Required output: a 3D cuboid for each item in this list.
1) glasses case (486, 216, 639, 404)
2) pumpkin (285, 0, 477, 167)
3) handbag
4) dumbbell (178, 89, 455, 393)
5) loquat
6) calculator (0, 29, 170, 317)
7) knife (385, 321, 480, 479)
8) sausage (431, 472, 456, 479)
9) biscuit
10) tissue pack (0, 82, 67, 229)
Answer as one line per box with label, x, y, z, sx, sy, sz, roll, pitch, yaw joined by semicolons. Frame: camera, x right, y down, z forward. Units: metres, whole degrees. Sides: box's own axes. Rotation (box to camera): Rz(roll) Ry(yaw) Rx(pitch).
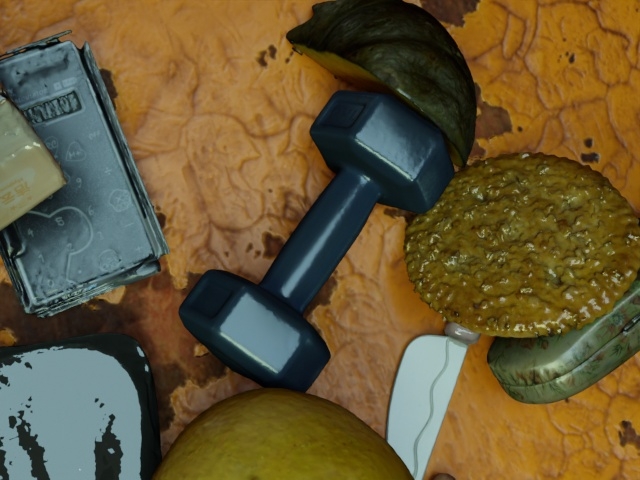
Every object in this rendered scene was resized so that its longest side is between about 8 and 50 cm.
glasses case;0.367;0.035;1.028;0.425;0.156;0.098;-35;99;-13
pumpkin;0.100;-0.205;1.017;0.254;0.149;0.130;37;86;-3
handbag;-0.248;0.264;0.922;0.192;0.075;0.332;-7;85;-12
dumbbell;0.000;0.000;0.970;0.160;0.144;0.325;35;77;-3
loquat;-0.036;0.277;0.854;0.275;0.275;0.274;1;83;-11
calculator;-0.277;-0.070;0.969;0.166;0.028;0.274;-22;89;-5
knife;0.135;0.130;1.034;0.081;0.043;0.336;24;81;-1
sausage;0.127;0.295;1.012;0.034;0.034;0.083;21;79;-8
biscuit;0.212;-0.003;0.993;0.254;0.035;0.254;-9;49;11
tissue pack;-0.407;-0.040;0.841;0.305;0.238;0.238;-36;91;-13
